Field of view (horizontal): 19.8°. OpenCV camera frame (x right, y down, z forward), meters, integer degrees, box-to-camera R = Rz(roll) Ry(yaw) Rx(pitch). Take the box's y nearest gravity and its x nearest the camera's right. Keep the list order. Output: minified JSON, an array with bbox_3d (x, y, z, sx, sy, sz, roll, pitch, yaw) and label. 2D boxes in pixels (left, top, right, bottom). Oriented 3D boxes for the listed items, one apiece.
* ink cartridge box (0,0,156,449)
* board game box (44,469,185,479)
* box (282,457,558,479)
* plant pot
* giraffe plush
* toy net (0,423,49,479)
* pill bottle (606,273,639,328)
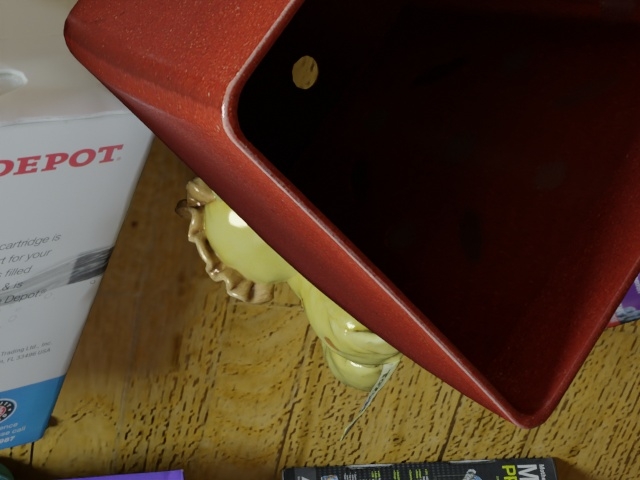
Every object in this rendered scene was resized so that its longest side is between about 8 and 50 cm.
[{"bbox_3d":[-0.249,0.000,1.074,0.223,0.129,0.307,-9,142,-34],"label":"ink cartridge box"},{"bbox_3d":[-0.207,0.298,1.419,0.233,0.078,0.347,-4,146,-1],"label":"board game box"},{"bbox_3d":[0.084,0.283,1.338,0.216,0.270,0.060,-2,134,-4],"label":"box"},{"bbox_3d":[0.031,-0.107,0.933,0.267,0.235,0.267,45,73,-38],"label":"plant pot"},{"bbox_3d":[0.000,0.000,1.143,0.170,0.210,0.181,38,135,2],"label":"giraffe plush"},{"bbox_3d":[-0.322,0.150,1.328,0.232,0.045,0.122,13,133,-17],"label":"toy net"},{"bbox_3d":[0.246,-0.018,1.166,0.193,0.108,0.108,-18,134,12],"label":"pill bottle"}]
